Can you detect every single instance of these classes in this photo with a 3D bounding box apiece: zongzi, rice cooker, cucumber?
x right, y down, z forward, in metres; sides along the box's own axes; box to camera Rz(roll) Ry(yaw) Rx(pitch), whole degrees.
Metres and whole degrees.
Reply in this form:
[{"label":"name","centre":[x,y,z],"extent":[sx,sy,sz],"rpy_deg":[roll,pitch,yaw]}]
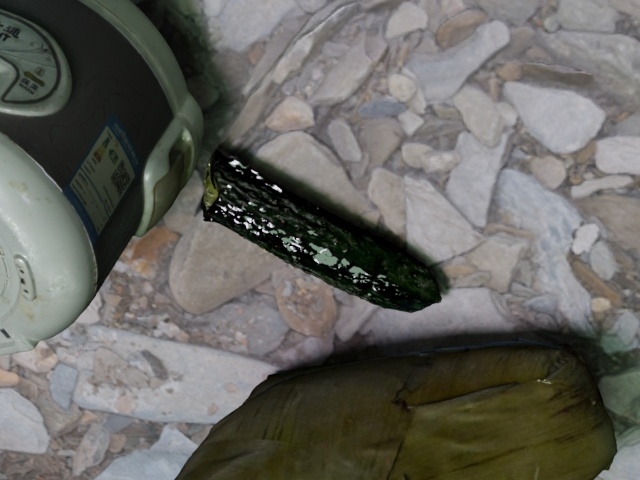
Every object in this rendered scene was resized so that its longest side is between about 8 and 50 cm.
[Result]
[{"label":"zongzi","centre":[0.056,0.190,1.190],"extent":[0.356,0.393,0.174],"rpy_deg":[-12,90,17]},{"label":"rice cooker","centre":[-0.263,-0.080,1.192],"extent":[0.288,0.277,0.288],"rpy_deg":[15,137,15]},{"label":"cucumber","centre":[-0.002,0.002,1.281],"extent":[0.245,0.067,0.067],"rpy_deg":[29,121,2]}]
